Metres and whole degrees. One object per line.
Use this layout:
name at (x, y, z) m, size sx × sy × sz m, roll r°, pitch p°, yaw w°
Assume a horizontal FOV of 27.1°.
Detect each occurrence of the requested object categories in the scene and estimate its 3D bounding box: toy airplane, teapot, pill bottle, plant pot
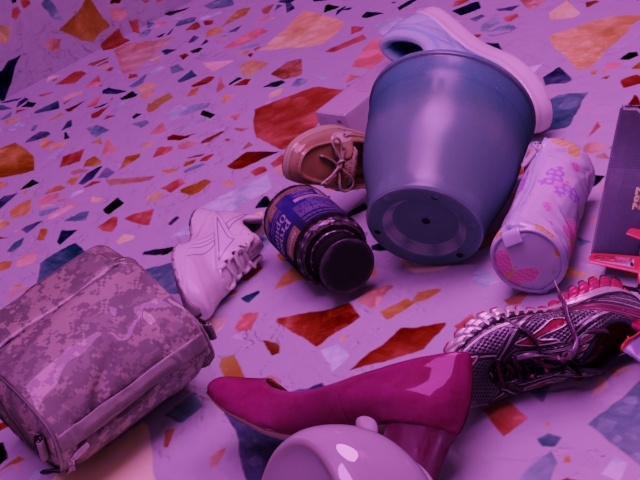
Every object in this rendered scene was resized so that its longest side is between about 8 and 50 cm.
toy airplane at (0.434, 0.020, 1.772) m, size 0.151 × 0.028 × 0.151 m, roll -6°, pitch 43°, yaw 6°
teapot at (0.057, 0.324, 1.467) m, size 0.187 × 0.256 × 0.252 m, roll 5°, pitch -8°, yaw -30°
pill bottle at (0.000, 0.000, 2.113) m, size 0.122 × 0.123 × 0.219 m, roll -27°, pitch 29°, yaw -11°
plant pot at (0.183, -0.113, 2.069) m, size 0.271 × 0.272 × 0.255 m, roll -5°, pitch 46°, yaw 25°

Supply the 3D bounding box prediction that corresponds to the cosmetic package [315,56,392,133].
cosmetic package at (0.104, -0.244, 2.470) m, size 0.085 × 0.117 × 0.231 m, roll 12°, pitch 41°, yaw 45°

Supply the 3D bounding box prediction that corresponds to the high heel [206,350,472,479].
high heel at (0.023, 0.189, 1.717) m, size 0.377 × 0.127 × 0.181 m, roll 16°, pitch 81°, yaw 31°

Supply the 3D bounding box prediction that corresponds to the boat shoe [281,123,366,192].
boat shoe at (0.064, -0.137, 2.245) m, size 0.285 × 0.105 × 0.089 m, roll -8°, pitch 26°, yaw -37°

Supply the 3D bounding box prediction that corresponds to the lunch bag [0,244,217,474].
lunch bag at (-0.330, 0.181, 1.920) m, size 0.305 × 0.213 × 0.256 m, roll -36°, pitch 32°, yaw -24°

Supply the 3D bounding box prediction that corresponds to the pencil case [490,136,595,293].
pencil case at (0.333, -0.042, 1.976) m, size 0.113 × 0.124 × 0.273 m, roll -5°, pitch 33°, yaw 25°

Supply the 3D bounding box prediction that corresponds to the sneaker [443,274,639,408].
sneaker at (0.287, 0.138, 1.704) m, size 0.299 × 0.121 × 0.112 m, roll -23°, pitch 32°, yaw -8°

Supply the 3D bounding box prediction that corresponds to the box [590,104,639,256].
box at (0.492, -0.073, 1.863) m, size 0.183 × 0.059 × 0.233 m, roll 7°, pitch 78°, yaw 39°

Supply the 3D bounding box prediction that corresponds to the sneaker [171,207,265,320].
sneaker at (-0.165, 0.028, 2.193) m, size 0.129 × 0.111 × 0.297 m, roll -7°, pitch 32°, yaw 12°

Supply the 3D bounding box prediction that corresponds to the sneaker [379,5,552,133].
sneaker at (0.246, -0.278, 2.358) m, size 0.150 × 0.135 × 0.366 m, roll -31°, pitch 49°, yaw -23°

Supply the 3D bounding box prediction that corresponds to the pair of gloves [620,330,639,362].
pair of gloves at (0.481, 0.132, 1.637) m, size 0.198 × 0.023 × 0.159 m, roll -35°, pitch 57°, yaw -19°
